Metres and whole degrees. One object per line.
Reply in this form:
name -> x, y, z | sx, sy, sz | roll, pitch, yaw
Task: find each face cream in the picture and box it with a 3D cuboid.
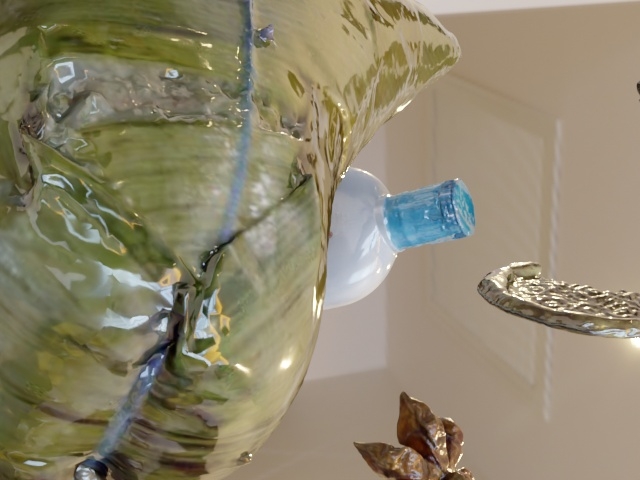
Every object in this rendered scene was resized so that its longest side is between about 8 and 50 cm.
face cream -> 0.000, 0.000, 1.249 | 0.080, 0.337, 0.163 | 41, 43, -51

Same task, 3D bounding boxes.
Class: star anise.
star anise -> 0.132, 0.284, 1.399 | 0.111, 0.212, 0.196 | 127, -35, -47

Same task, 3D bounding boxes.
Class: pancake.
pancake -> 0.234, 0.052, 1.023 | 0.184, 0.191, 0.020 | -49, 146, -74

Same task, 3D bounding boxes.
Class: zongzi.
zongzi -> -0.012, -0.036, 0.527 | 0.160, 0.360, 0.323 | -57, -137, 33

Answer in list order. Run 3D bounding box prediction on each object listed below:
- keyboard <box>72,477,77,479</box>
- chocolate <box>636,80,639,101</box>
keyboard -> -0.255, 0.322, 1.444 | 0.166, 0.017, 0.055 | 46, 0, -36
chocolate -> 0.260, -0.129, 0.739 | 0.070, 0.147, 0.072 | 28, -32, 15
